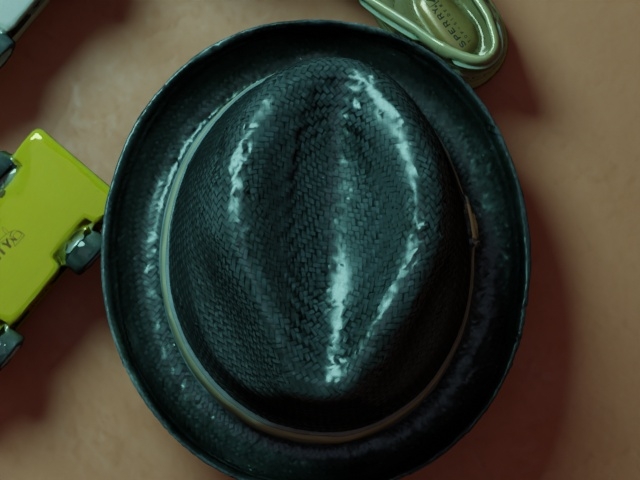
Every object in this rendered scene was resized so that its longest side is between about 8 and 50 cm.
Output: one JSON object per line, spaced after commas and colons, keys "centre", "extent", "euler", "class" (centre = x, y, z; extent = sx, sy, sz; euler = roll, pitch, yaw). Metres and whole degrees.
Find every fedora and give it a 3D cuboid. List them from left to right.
{"centre": [0.000, 0.000, 1.235], "extent": [0.334, 0.152, 0.334], "euler": [0, 80, -2], "class": "fedora"}

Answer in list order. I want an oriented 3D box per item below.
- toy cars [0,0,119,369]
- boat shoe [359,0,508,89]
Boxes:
{"centre": [-0.230, -0.089, 1.340], "extent": [0.177, 0.087, 0.393], "euler": [-1, 89, 1], "class": "toy cars"}
{"centre": [0.033, -0.230, 1.350], "extent": [0.285, 0.089, 0.104], "euler": [44, 88, 3], "class": "boat shoe"}
